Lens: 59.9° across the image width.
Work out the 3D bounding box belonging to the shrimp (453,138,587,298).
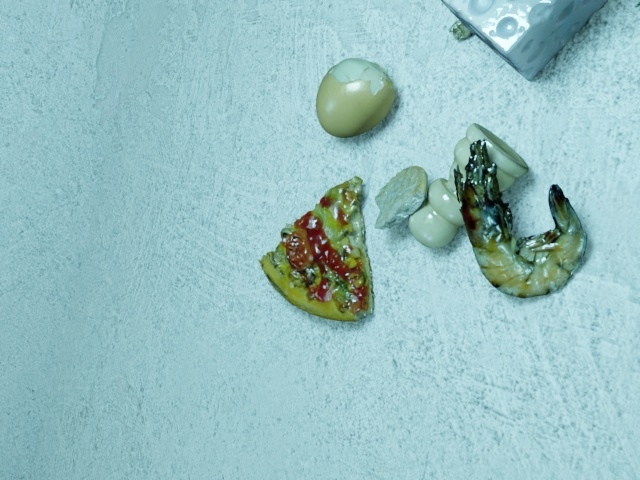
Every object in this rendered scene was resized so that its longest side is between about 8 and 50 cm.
[{"bbox_3d":[0.423,-0.049,1.175,0.233,0.071,0.365,-14,100,22],"label":"shrimp"}]

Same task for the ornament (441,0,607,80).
[{"bbox_3d":[0.439,-0.540,1.215,0.239,0.239,0.240,-47,67,23],"label":"ornament"}]

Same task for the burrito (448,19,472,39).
[{"bbox_3d":[0.412,-0.570,1.400,0.188,0.045,0.058,-28,79,29],"label":"burrito"}]

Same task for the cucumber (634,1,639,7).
[{"bbox_3d":[0.725,-0.595,1.136,0.056,0.056,0.250,38,105,39],"label":"cucumber"}]

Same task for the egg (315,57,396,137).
[{"bbox_3d":[0.089,-0.390,1.535,0.244,0.201,0.201,-48,53,36],"label":"egg"}]

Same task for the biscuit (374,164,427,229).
[{"bbox_3d":[0.197,-0.105,1.409,0.188,0.040,0.265,-61,15,-3],"label":"biscuit"}]

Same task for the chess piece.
[{"bbox_3d":[0.323,-0.112,1.311,0.300,0.167,0.167,-51,53,25],"label":"chess piece"}]

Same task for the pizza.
[{"bbox_3d":[0.000,0.000,1.572,0.439,0.130,0.407,22,97,41],"label":"pizza"}]
